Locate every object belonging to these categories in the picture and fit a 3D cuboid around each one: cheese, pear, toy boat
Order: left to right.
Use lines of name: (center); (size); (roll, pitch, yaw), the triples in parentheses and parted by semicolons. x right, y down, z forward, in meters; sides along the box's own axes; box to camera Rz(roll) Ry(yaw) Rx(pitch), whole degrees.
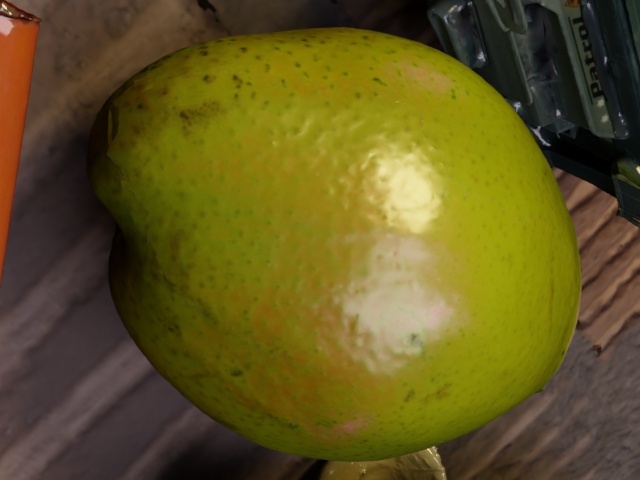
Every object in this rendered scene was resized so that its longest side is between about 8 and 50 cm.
pear: (0.000, 0.000, 0.603); (0.219, 0.187, 0.187); (15, 107, -33)
cheese: (0.033, 0.134, 0.783); (0.084, 0.041, 0.060); (-30, 120, -3)
toy boat: (0.095, -0.135, 0.624); (0.122, 0.114, 0.296); (-41, 129, -16)

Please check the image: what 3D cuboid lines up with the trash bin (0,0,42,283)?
trash bin: (-0.207, 0.006, 0.508); (0.184, 0.161, 0.239); (7, 104, -33)
